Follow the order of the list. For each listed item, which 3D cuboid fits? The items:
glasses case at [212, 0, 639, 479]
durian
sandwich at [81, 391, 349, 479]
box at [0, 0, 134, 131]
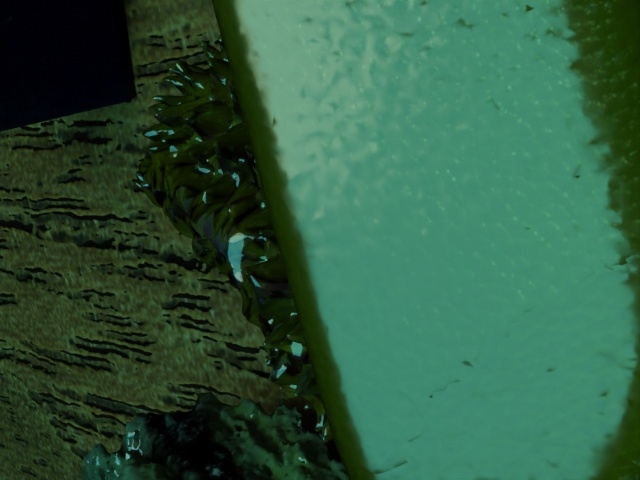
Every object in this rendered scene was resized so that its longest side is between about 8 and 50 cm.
[{"bbox_3d":[0.068,-0.070,0.470,0.173,0.141,0.371,-15,91,30],"label":"glasses case"},{"bbox_3d":[0.000,-0.001,0.635,0.341,0.112,0.191,49,139,26],"label":"durian"},{"bbox_3d":[-0.043,0.241,0.735,0.325,0.131,0.262,31,135,59],"label":"sandwich"},{"bbox_3d":[-0.280,-0.195,0.766,0.116,0.279,0.261,18,120,47],"label":"box"}]
